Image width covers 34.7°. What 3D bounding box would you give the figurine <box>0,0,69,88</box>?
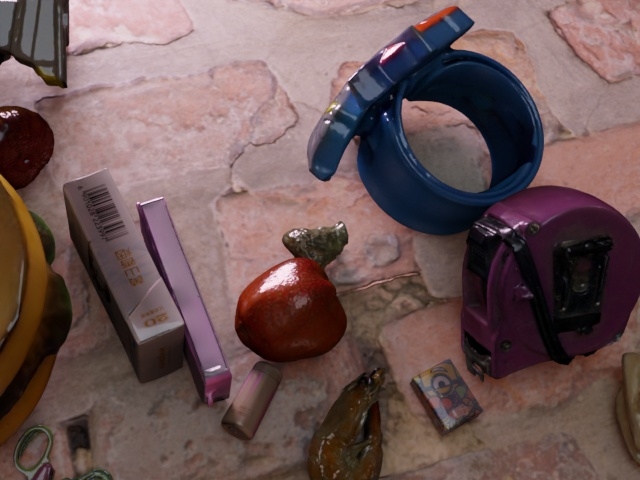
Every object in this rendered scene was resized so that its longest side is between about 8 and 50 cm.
[{"bbox_3d":[-0.489,-0.297,1.394,0.285,0.167,0.342,-1,21,-13],"label":"figurine"}]

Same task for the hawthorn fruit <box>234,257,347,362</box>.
[{"bbox_3d":[-0.040,0.094,1.299,0.138,0.133,0.133,-26,71,-10],"label":"hawthorn fruit"}]

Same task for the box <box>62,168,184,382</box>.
[{"bbox_3d":[-0.245,0.047,1.276,0.067,0.149,0.233,-24,70,-16],"label":"box"}]

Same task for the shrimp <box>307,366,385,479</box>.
[{"bbox_3d":[0.043,0.243,1.293,0.101,0.042,0.190,33,61,-16],"label":"shrimp"}]

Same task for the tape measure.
[{"bbox_3d":[0.301,0.055,1.331,0.231,0.149,0.245,-12,110,-14],"label":"tape measure"}]

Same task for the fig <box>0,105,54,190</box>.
[{"bbox_3d":[-0.432,-0.119,1.371,0.119,0.153,0.119,8,79,-47],"label":"fig"}]

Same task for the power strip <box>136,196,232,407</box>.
[{"bbox_3d":[-0.173,0.077,1.296,0.037,0.109,0.279,-18,68,-14],"label":"power strip"}]

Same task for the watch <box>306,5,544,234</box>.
[{"bbox_3d":[0.145,-0.132,1.402,0.274,0.241,0.305,46,65,-2],"label":"watch"}]

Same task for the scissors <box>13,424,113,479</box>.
[{"bbox_3d":[-0.342,0.320,1.199,0.133,0.020,0.187,37,63,4],"label":"scissors"}]

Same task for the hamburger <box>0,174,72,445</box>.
[{"bbox_3d":[-0.481,0.074,1.150,0.395,0.277,0.396,3,66,-7],"label":"hamburger"}]

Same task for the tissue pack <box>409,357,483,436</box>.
[{"bbox_3d":[0.162,0.204,1.332,0.063,0.035,0.083,-24,72,-20],"label":"tissue pack"}]

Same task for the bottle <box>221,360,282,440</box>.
[{"bbox_3d":[-0.085,0.200,1.287,0.045,0.045,0.096,26,62,4],"label":"bottle"}]

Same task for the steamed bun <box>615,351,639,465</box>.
[{"bbox_3d":[0.587,0.281,1.289,0.428,0.189,0.247,18,70,-1],"label":"steamed bun"}]

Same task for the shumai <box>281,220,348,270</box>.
[{"bbox_3d":[0.000,0.000,1.379,0.080,0.083,0.082,-46,116,-6],"label":"shumai"}]
